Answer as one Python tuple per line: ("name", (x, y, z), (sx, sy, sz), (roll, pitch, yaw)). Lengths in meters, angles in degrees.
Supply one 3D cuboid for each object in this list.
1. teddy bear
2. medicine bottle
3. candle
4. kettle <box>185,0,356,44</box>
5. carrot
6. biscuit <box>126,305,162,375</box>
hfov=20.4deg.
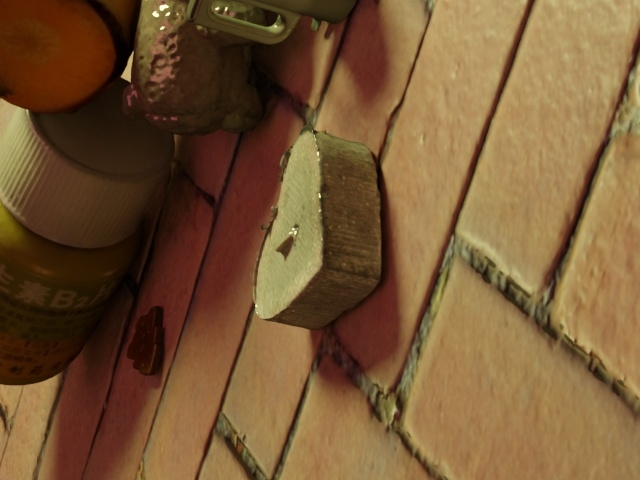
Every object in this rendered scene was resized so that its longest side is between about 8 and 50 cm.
("teddy bear", (-0.127, -0.243, 1.896), (0.236, 0.151, 0.267), (14, 94, 63))
("medicine bottle", (-0.331, -0.015, 2.146), (0.384, 0.224, 0.224), (-56, 34, 39))
("candle", (0.000, 0.000, 1.641), (0.168, 0.068, 0.192), (-130, 53, -62))
("kettle", (-0.046, -0.268, 1.745), (0.127, 0.148, 0.098), (-49, 40, 48))
("carrot", (-0.276, -0.317, 2.022), (0.224, 0.224, 0.340), (-55, 19, 41))
("biscuit", (-0.199, 0.122, 2.062), (0.082, 0.016, 0.092), (-59, 33, 27))
